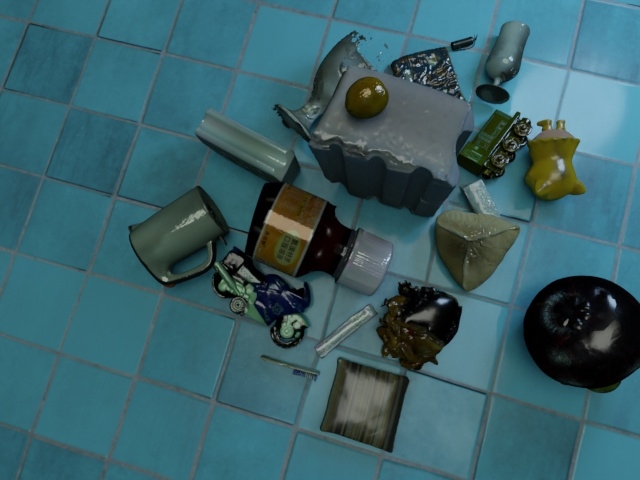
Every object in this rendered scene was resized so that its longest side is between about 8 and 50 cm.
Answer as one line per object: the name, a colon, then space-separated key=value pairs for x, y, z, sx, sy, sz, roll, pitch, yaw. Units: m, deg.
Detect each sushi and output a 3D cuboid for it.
sushi: x=0.259 y=0.235 z=1.335 sx=0.200 sy=0.213 sz=0.204 roll=22 pitch=68 yaw=30

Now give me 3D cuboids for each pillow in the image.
pillow: x=0.123 y=0.457 z=1.371 sx=0.212 sy=0.052 sz=0.208 roll=15 pitch=80 yaw=4
pillow: x=0.336 y=-0.465 z=1.510 sx=0.189 sy=0.034 sz=0.255 roll=-17 pitch=82 yaw=3

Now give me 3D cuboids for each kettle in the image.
kettle: x=-0.402 y=-0.003 z=1.424 sx=0.255 sy=0.165 sz=0.240 roll=-31 pitch=81 yaw=-1

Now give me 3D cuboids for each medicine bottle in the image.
medicine bottle: x=0.000 y=0.000 z=1.361 sx=0.395 sy=0.242 sz=0.242 roll=19 pitch=83 yaw=0

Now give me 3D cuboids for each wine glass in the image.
wine glass: x=0.550 y=-0.534 z=1.469 sx=0.103 sy=0.103 sz=0.231 roll=21 pitch=79 yaw=7
wine glass: x=0.041 y=-0.450 z=1.455 sx=0.357 sy=0.190 sz=0.190 roll=-42 pitch=81 yaw=2

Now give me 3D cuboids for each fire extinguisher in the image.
fire extinguisher: x=0.450 y=-0.614 z=1.527 sx=0.083 sy=0.025 sz=0.038 roll=-17 pitch=118 yaw=2

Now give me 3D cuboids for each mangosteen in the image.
mangosteen: x=0.685 y=0.237 z=1.263 sx=0.300 sy=0.300 sz=0.300 roll=-1 pitch=81 yaw=4

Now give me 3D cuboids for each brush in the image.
brush: x=-0.090 y=0.366 z=1.412 sx=0.179 sy=0.033 sz=0.030 roll=14 pitch=97 yaw=7

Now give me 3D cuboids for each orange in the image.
orange: x=0.097 y=-0.303 z=1.047 sx=0.095 sy=0.085 sz=0.085 roll=-29 pitch=80 yaw=8

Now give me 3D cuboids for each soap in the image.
soap: x=-0.209 y=-0.262 z=1.446 sx=0.290 sy=0.173 sz=0.095 roll=29 pitch=85 yaw=8
soap: x=0.189 y=-0.230 z=1.285 sx=0.350 sy=0.435 sz=0.212 roll=16 pitch=83 yaw=9

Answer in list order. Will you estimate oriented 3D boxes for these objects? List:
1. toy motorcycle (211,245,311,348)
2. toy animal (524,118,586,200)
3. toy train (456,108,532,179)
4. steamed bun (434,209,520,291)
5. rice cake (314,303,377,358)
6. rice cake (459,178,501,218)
toy motorcycle: x=-0.157 y=0.151 z=1.411 sx=0.331 sy=0.125 sz=0.196 roll=39 pitch=84 yaw=5
toy animal: x=0.662 y=-0.230 z=1.391 sx=0.156 sy=0.156 sz=0.229 roll=-2 pitch=83 yaw=4
toy train: x=0.516 y=-0.285 z=1.440 sx=0.137 sy=0.090 sz=0.225 roll=35 pitch=80 yaw=20
steamed bun: x=0.402 y=0.009 z=1.367 sx=0.212 sy=0.110 sz=0.231 roll=36 pitch=106 yaw=24
rice cake: x=0.073 y=0.259 z=1.414 sx=0.211 sy=0.034 sz=0.043 roll=-39 pitch=84 yaw=-3
rice cake: x=0.476 y=-0.085 z=1.422 sx=0.069 sy=0.063 sz=0.206 roll=-22 pitch=81 yaw=8
